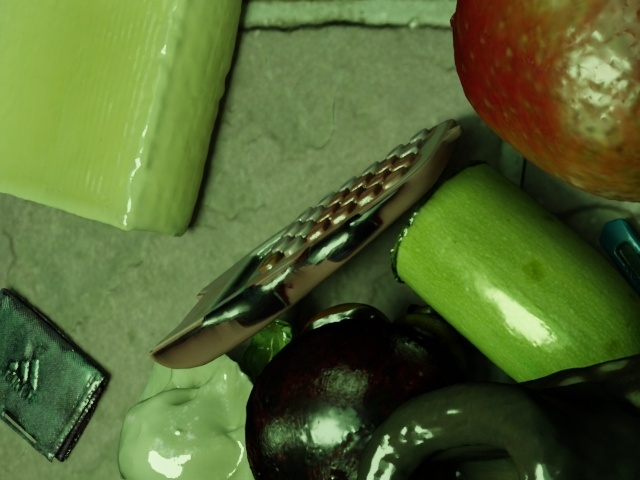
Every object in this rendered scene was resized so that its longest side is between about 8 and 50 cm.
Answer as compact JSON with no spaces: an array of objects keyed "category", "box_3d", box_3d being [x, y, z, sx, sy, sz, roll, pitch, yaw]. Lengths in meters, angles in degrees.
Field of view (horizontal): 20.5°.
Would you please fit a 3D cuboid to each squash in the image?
[{"category":"squash","box_3d":[0.187,0.053,1.487,0.247,0.132,0.132,40,107,25]}]

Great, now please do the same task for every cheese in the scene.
[{"category":"cheese","box_3d":[-0.216,-0.159,1.743,0.242,0.124,0.265,16,95,27]}]

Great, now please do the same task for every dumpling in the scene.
[{"category":"dumpling","box_3d":[-0.123,0.178,1.659,0.247,0.142,0.172,4,84,55]}]

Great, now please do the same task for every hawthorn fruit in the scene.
[{"category":"hawthorn fruit","box_3d":[0.217,-0.179,1.393,0.369,0.285,0.285,23,99,33]}]

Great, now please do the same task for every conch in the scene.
[{"category":"conch","box_3d":[-0.043,0.117,1.650,0.089,0.074,0.121,26,140,30]}]

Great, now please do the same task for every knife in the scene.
[{"category":"knife","box_3d":[0.318,0.103,1.465,0.044,0.026,0.296,-48,66,33]}]

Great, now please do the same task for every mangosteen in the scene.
[{"category":"mangosteen","box_3d":[0.050,0.145,1.528,0.211,0.250,0.211,16,135,17]}]

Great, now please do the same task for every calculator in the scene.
[{"category":"calculator","box_3d":[0.000,0.000,1.561,0.330,0.220,0.048,-37,96,23]}]

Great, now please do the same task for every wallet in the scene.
[{"category":"wallet","box_3d":[-0.297,0.138,1.830,0.166,0.030,0.111,38,101,25]}]

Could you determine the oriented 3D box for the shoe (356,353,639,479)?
[{"category":"shoe","box_3d":[0.215,0.164,1.256,0.384,0.237,0.171,-9,88,34]}]
